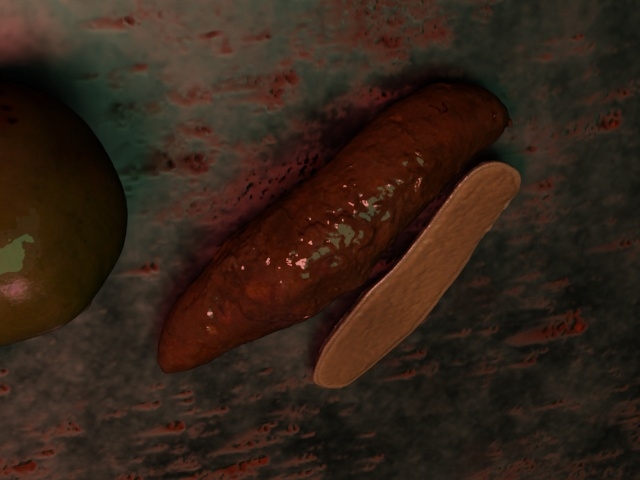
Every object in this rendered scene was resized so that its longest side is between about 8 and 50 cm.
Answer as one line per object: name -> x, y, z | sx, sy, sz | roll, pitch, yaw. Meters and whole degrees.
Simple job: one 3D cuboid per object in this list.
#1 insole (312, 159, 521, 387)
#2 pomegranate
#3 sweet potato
insole -> 0.078, 0.033, 1.030 | 0.081, 0.011, 0.248 | 16, 120, -42
pomegranate -> -0.207, -0.001, 0.841 | 0.179, 0.179, 0.210 | -33, 124, 2
sweet potato -> 0.001, -0.001, 0.949 | 0.341, 0.114, 0.092 | -39, 88, 6
